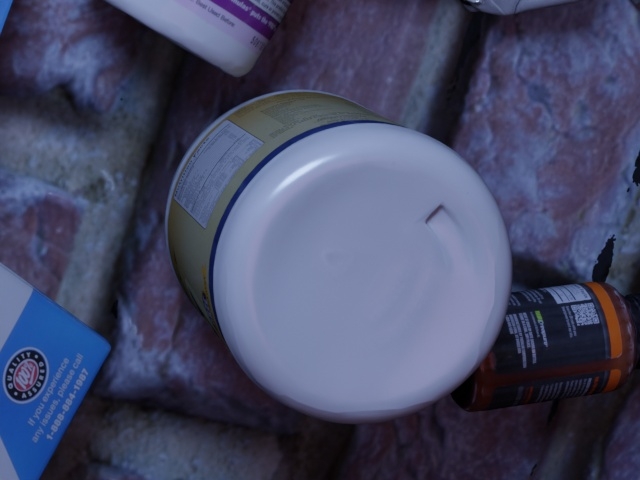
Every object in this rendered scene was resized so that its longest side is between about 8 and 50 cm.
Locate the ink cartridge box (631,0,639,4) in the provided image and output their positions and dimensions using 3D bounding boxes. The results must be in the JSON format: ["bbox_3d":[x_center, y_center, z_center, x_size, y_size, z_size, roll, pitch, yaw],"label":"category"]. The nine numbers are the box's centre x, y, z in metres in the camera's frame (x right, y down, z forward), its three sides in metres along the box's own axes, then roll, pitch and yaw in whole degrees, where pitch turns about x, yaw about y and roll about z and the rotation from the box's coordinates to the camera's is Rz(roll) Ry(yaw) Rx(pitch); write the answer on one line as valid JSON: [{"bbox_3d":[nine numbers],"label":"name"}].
[{"bbox_3d":[0.259,-0.364,1.447,0.119,0.207,0.353,-37,110,-6],"label":"ink cartridge box"}]

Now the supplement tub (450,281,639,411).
[{"bbox_3d":[0.215,0.094,1.586,0.198,0.106,0.106,-6,103,-13],"label":"supplement tub"}]

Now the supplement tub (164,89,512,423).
[{"bbox_3d":[0.000,0.000,1.397,0.228,0.316,0.228,-3,102,-14],"label":"supplement tub"}]

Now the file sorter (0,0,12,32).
[{"bbox_3d":[-0.311,-0.170,1.385,0.104,0.118,0.170,19,96,-14],"label":"file sorter"}]

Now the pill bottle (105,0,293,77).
[{"bbox_3d":[-0.057,-0.298,1.397,0.169,0.169,0.301,30,93,-19],"label":"pill bottle"}]

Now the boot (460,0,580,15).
[{"bbox_3d":[0.114,-0.243,1.495,0.258,0.095,0.123,-1,139,9],"label":"boot"}]

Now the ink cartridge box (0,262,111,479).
[{"bbox_3d":[-0.403,0.094,1.313,0.395,0.166,0.285,40,64,-28],"label":"ink cartridge box"}]
